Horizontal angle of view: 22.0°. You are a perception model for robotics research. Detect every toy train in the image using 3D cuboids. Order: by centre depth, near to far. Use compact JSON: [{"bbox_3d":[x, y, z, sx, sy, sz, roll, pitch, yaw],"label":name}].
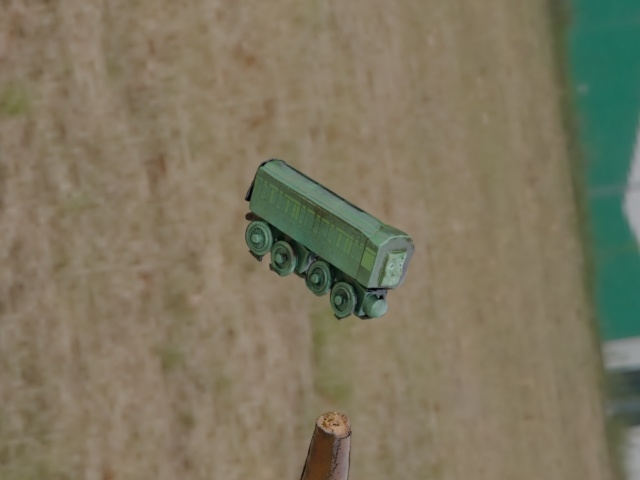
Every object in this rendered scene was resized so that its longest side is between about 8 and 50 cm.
[{"bbox_3d":[0.000,0.000,1.117,0.038,0.148,0.071,2,112,-45],"label":"toy train"}]

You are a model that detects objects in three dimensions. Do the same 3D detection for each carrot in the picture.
[{"bbox_3d":[0.004,0.231,1.596,0.055,0.055,0.161,-85,-174,-50],"label":"carrot"}]
